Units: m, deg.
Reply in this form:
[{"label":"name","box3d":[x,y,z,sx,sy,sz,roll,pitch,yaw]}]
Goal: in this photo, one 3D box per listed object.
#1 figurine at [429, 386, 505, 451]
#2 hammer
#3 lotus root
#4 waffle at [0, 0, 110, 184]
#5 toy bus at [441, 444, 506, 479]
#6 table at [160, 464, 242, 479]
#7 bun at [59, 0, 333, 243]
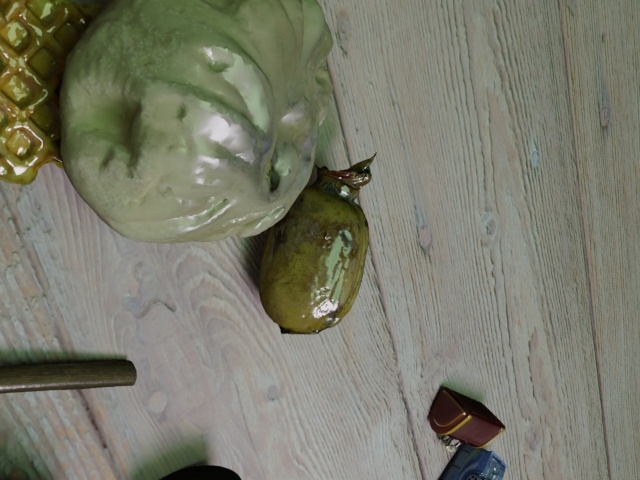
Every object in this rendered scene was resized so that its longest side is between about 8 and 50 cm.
[{"label":"figurine","box3d":[0.258,0.336,1.640,0.154,0.082,0.098,31,97,-41]},{"label":"hammer","box3d":[-0.371,0.164,1.069,0.365,0.111,0.043,4,142,-46]},{"label":"lotus root","box3d":[-0.002,-0.001,1.276,0.154,0.154,0.278,12,97,-41]},{"label":"waffle","box3d":[-0.337,-0.207,0.993,0.301,0.058,0.281,18,93,-43]},{"label":"toy bus","box3d":[0.246,0.485,1.659,0.079,0.094,0.236,45,73,-32]},{"label":"table","box3d":[-0.168,0.363,1.257,0.133,0.133,0.043,-20,114,-33]},{"label":"bun","box3d":[-0.115,-0.144,1.053,0.360,0.211,0.360,-35,138,-40]}]
